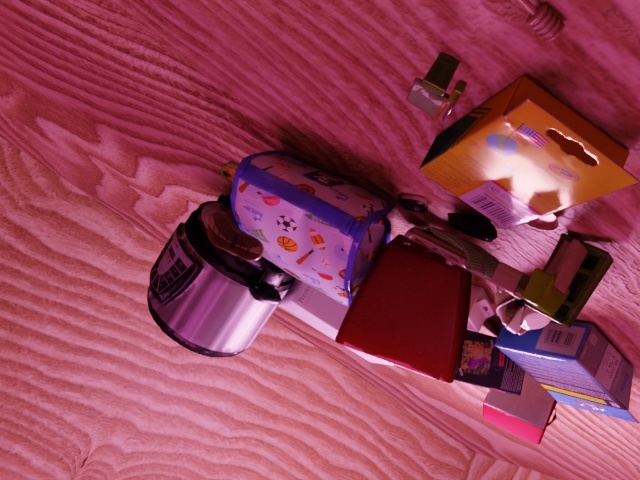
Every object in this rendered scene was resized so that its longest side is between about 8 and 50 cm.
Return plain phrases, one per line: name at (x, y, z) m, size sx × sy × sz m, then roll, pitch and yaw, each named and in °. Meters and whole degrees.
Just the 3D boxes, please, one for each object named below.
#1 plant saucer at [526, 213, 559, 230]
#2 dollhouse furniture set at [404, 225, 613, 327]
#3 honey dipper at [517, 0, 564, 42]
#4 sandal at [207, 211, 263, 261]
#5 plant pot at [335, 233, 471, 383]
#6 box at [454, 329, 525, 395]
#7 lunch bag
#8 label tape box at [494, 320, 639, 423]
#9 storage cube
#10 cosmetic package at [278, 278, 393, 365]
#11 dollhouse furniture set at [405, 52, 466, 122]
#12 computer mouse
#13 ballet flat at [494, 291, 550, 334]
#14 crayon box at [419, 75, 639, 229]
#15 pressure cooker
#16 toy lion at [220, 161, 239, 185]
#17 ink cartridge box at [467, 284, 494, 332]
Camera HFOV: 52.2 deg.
plant saucer at (0.400, -0.047, 1.197) m, size 0.083 × 0.015 × 0.083 m, roll 27°, pitch 161°, yaw 10°
dollhouse furniture set at (0.341, 0.011, 1.205) m, size 0.301 × 0.151 × 0.197 m, roll 31°, pitch -179°, yaw 42°
honey dipper at (0.226, -0.299, 0.777) m, size 0.161 × 0.030 × 0.030 m, roll 37°, pitch 161°, yaw -15°
sandal at (-0.194, -0.003, 1.502) m, size 0.180 × 0.072 × 0.049 m, roll 30°, pitch -177°, yaw 29°
plant pot at (0.218, 0.131, 1.481) m, size 0.267 × 0.236 × 0.267 m, roll 19°, pitch -166°, yaw 14°
box at (0.413, 0.322, 1.808) m, size 0.270 × 0.143 × 0.165 m, roll 17°, pitch 173°, yaw -15°
lunch bag at (-0.013, -0.040, 1.505) m, size 0.328 × 0.239 × 0.385 m, roll 27°, pitch 169°, yaw 16°
label tape box at (0.639, 0.319, 1.653) m, size 0.334 × 0.106 × 0.240 m, roll 40°, pitch 160°, yaw -30°
storage cube at (0.619, 0.482, 1.993) m, size 0.215 × 0.183 × 0.193 m, roll 22°, pitch 159°, yaw 24°
cosmetic package at (0.085, 0.198, 2.007) m, size 0.385 × 0.217 × 0.156 m, roll 32°, pitch 162°, yaw -18°
dollhouse furniture set at (0.173, -0.221, 1.015) m, size 0.076 × 0.058 × 0.151 m, roll 30°, pitch 162°, yaw 2°
computer mouse at (0.263, -0.055, 1.367) m, size 0.242 × 0.041 × 0.071 m, roll 25°, pitch 178°, yaw 32°
ballet flat at (0.468, 0.155, 1.470) m, size 0.123 × 0.123 × 0.348 m, roll 30°, pitch 162°, yaw 0°
crayon box at (0.315, -0.128, 1.008) m, size 0.202 × 0.081 × 0.318 m, roll 33°, pitch 162°, yaw -10°
pressure cooker at (-0.268, 0.080, 1.916) m, size 0.370 × 0.420 × 0.375 m, roll 36°, pitch -159°, yaw 2°
toy lion at (-0.236, -0.183, 1.795) m, size 0.100 × 0.034 × 0.096 m, roll 21°, pitch 153°, yaw 28°
ink cartridge box at (0.369, 0.168, 1.693) m, size 0.143 × 0.090 × 0.092 m, roll 14°, pitch 156°, yaw 41°
